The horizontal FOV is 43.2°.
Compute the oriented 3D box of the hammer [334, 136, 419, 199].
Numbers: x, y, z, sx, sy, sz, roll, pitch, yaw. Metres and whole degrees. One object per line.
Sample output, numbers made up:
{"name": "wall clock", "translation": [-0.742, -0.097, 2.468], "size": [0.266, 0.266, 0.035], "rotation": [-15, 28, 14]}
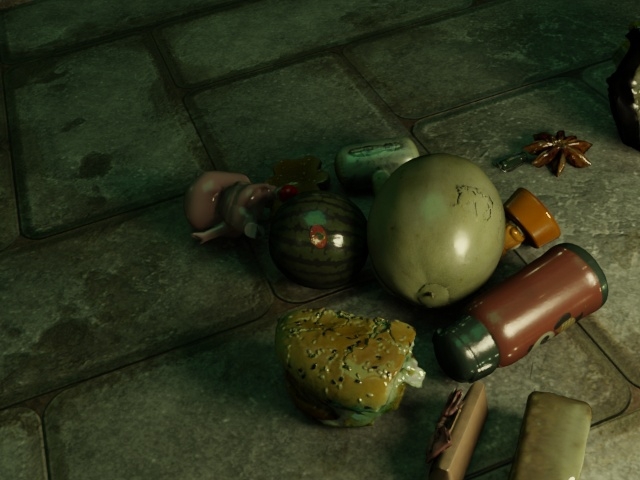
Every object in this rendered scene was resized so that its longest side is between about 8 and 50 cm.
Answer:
{"name": "hammer", "translation": [0.144, -0.112, 1.837], "size": [0.202, 0.113, 0.305], "rotation": [-11, 46, 3]}

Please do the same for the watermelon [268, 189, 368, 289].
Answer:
{"name": "watermelon", "translation": [0.000, 0.000, 1.652], "size": [0.212, 0.212, 0.212], "rotation": [-6, 41, 5]}

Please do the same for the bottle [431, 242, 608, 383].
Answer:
{"name": "bottle", "translation": [0.355, 0.138, 1.476], "size": [0.336, 0.143, 0.144], "rotation": [-29, 44, -18]}

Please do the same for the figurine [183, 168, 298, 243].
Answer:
{"name": "figurine", "translation": [-0.182, -0.067, 1.801], "size": [0.288, 0.186, 0.176], "rotation": [5, 84, 45]}

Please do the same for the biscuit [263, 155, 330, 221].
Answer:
{"name": "biscuit", "translation": [-0.056, -0.119, 1.931], "size": [0.166, 0.036, 0.225], "rotation": [-8, 43, 4]}

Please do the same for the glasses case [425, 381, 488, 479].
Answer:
{"name": "glasses case", "translation": [0.213, 0.313, 1.330], "size": [0.070, 0.102, 0.193], "rotation": [7, 43, 28]}

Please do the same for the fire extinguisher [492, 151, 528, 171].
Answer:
{"name": "fire extinguisher", "translation": [0.451, -0.183, 1.911], "size": [0.083, 0.025, 0.038], "rotation": [-21, 65, -13]}

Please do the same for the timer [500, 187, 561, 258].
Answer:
{"name": "timer", "translation": [0.397, -0.014, 1.676], "size": [0.152, 0.132, 0.132], "rotation": [-39, 44, 1]}

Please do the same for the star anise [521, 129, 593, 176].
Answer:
{"name": "star anise", "translation": [0.559, -0.211, 1.897], "size": [0.168, 0.057, 0.167], "rotation": [-6, 39, 5]}

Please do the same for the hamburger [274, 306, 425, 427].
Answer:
{"name": "hamburger", "translation": [0.037, 0.228, 1.409], "size": [0.288, 0.167, 0.192], "rotation": [8, 42, 19]}

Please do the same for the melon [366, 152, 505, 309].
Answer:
{"name": "melon", "translation": [0.227, -0.017, 1.577], "size": [0.269, 0.268, 0.330], "rotation": [4, 50, 16]}

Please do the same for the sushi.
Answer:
{"name": "sushi", "translation": [0.799, -0.366, 1.854], "size": [0.329, 0.327, 0.285], "rotation": [-23, 26, 6]}

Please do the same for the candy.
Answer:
{"name": "candy", "translation": [0.355, 0.348, 1.259], "size": [0.104, 0.102, 0.234], "rotation": [10, 43, 21]}
